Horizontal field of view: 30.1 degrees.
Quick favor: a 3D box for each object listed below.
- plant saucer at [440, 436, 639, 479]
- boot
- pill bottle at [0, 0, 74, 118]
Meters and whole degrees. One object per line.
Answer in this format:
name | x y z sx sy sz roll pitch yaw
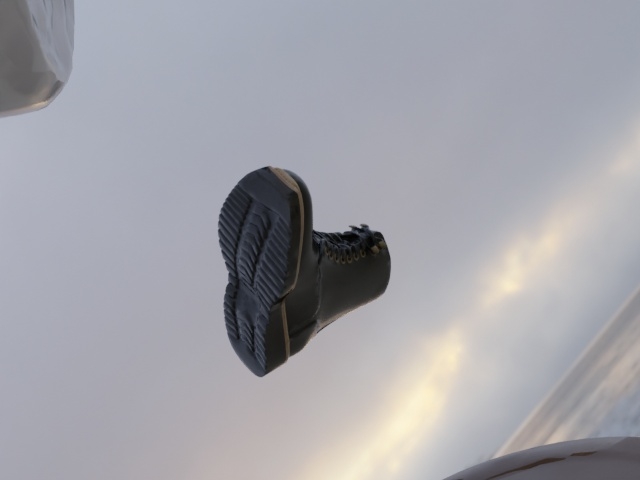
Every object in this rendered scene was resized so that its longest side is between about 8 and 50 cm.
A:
plant saucer | 0.114 0.175 0.621 0.278 0.041 0.278 -19 11 4
boot | 0.000 0.000 0.868 0.137 0.077 0.198 -28 -28 -27
pill bottle | -0.242 -0.102 0.375 0.301 0.169 0.169 -8 -19 -3
